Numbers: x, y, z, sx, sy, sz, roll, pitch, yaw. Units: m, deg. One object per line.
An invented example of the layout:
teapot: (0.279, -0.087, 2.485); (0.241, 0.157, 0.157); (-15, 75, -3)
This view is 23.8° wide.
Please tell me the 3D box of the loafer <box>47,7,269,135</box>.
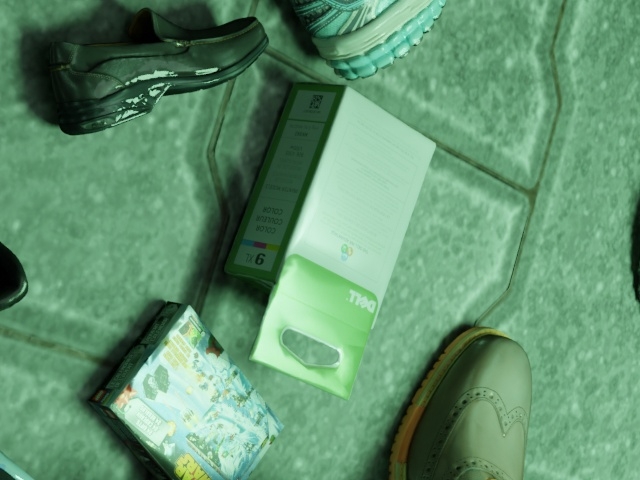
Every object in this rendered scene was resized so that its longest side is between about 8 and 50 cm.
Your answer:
loafer: (-0.104, -0.124, 0.998); (0.170, 0.062, 0.061); (-29, 110, -39)

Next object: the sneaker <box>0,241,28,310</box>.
sneaker: (-0.269, -0.033, 0.819); (0.267, 0.106, 0.101); (35, 73, -40)

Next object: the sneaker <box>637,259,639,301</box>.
sneaker: (0.383, 0.064, 1.483); (0.108, 0.100, 0.271); (-56, 134, -41)

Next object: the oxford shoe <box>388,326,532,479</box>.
oxford shoe: (0.129, 0.236, 1.196); (0.130, 0.133, 0.363); (29, 63, -32)

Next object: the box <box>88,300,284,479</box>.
box: (-0.091, 0.122, 1.065); (0.094, 0.027, 0.137); (-53, 128, -27)

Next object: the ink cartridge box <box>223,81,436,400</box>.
ink cartridge box: (0.000, 0.000, 1.112); (0.109, 0.062, 0.209); (29, 76, -43)

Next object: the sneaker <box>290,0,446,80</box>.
sneaker: (0.070, -0.259, 1.115); (0.122, 0.110, 0.283); (47, 64, -34)

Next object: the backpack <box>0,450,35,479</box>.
backpack: (-0.291, 0.166, 0.747); (0.356, 0.273, 0.290); (21, 78, -22)
